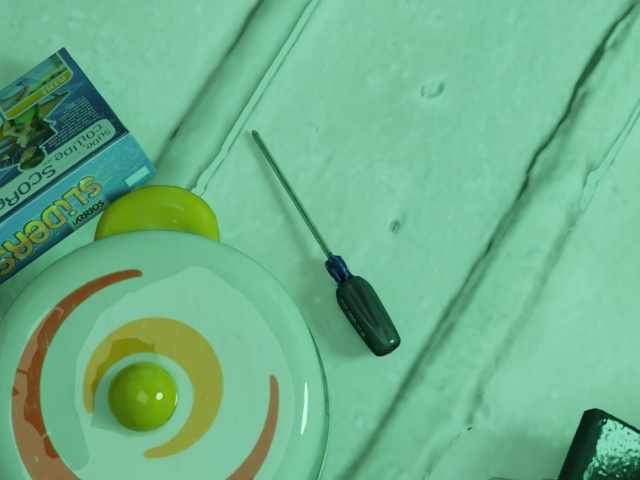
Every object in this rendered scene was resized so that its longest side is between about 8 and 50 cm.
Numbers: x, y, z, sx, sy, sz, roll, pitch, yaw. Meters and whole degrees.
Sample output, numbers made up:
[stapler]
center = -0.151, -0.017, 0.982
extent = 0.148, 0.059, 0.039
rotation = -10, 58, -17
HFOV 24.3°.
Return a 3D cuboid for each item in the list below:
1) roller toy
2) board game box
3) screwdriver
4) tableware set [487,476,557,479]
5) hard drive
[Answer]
[roller toy]
center = -0.088, 0.094, 0.840
extent = 0.191, 0.146, 0.209
rotation = 37, 81, 10
[board game box]
center = -0.208, -0.023, 0.893
extent = 0.201, 0.035, 0.136
rotation = -36, 39, -4
[screwdriver]
center = 0.000, 0.000, 0.927
extent = 0.024, 0.025, 0.170
rotation = -31, 68, -3
[tableware set]
center = 0.144, 0.211, 0.861
extent = 0.104, 0.024, 0.154
rotation = 3, 77, 4
[hard drive]
center = 0.170, 0.176, 0.846
extent = 0.094, 0.022, 0.135
rotation = 29, 71, -9
